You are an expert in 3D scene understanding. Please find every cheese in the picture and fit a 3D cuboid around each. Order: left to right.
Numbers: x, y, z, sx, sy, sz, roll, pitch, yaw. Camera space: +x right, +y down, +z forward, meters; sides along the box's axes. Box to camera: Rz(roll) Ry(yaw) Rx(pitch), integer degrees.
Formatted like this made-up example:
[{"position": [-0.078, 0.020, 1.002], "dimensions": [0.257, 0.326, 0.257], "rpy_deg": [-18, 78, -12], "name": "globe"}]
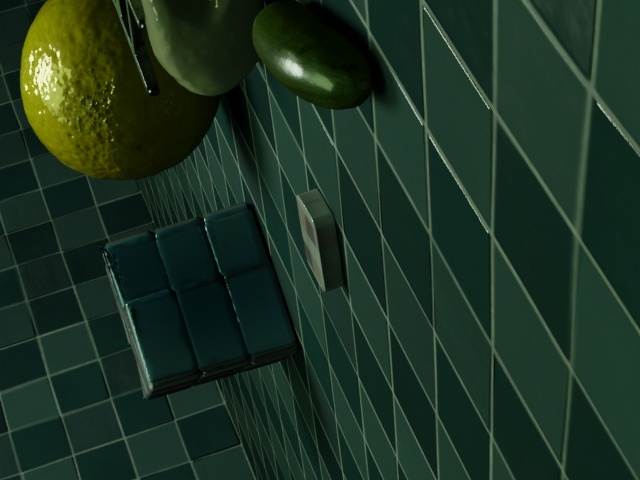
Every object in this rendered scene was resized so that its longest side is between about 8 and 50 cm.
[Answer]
[{"position": [-0.152, -0.356, 1.609], "dimensions": [0.328, 0.129, 0.351], "rpy_deg": [-115, 11, -59], "name": "cheese"}]

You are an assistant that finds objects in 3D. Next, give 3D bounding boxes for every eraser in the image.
[{"position": [0.000, 0.000, 1.684], "dimensions": [0.065, 0.026, 0.105], "rpy_deg": [-122, 17, -46], "name": "eraser"}]

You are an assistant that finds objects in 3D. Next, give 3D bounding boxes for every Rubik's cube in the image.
[{"position": [-0.182, 0.095, 2.262], "dimensions": [0.221, 0.224, 0.231], "rpy_deg": [131, 121, -78], "name": "Rubik's cube"}]

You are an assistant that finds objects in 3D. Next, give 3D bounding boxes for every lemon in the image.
[{"position": [-0.262, -0.216, 2.036], "dimensions": [0.293, 0.293, 0.293], "rpy_deg": [162, 90, -80], "name": "lemon"}]

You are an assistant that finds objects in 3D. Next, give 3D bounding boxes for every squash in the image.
[{"position": [-0.016, -0.166, 1.355], "dimensions": [0.258, 0.069, 0.069], "rpy_deg": [-130, 25, -64], "name": "squash"}]

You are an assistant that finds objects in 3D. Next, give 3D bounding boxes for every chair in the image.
[{"position": [-0.178, -0.320, 1.775], "dimensions": [0.147, 0.136, 0.270], "rpy_deg": [91, 160, -58], "name": "chair"}]
